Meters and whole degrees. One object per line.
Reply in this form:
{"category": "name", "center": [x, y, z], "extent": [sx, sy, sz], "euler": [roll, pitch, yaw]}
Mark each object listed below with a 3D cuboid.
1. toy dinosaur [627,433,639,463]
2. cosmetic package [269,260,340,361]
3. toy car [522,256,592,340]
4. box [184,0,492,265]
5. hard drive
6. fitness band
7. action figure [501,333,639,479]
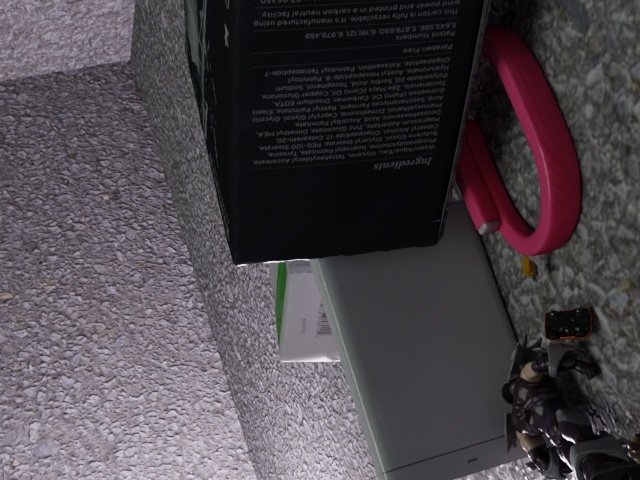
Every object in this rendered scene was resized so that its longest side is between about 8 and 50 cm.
{"category": "toy dinosaur", "center": [0.387, 0.276, 0.978], "extent": [0.200, 0.127, 0.295], "euler": [45, 150, 47]}
{"category": "cosmetic package", "center": [0.000, 0.000, 1.746], "extent": [0.365, 0.155, 0.197], "euler": [-101, 14, -50]}
{"category": "toy car", "center": [0.285, 0.068, 1.281], "extent": [0.040, 0.060, 0.122], "euler": [29, -140, -51]}
{"category": "box", "center": [-0.009, -0.307, 1.381], "extent": [0.471, 0.297, 0.480], "euler": [93, 166, -45]}
{"category": "hard drive", "center": [0.140, 0.136, 1.427], "extent": [0.047, 0.233, 0.353], "euler": [123, 132, -67]}
{"category": "fitness band", "center": [0.219, -0.119, 1.309], "extent": [0.209, 0.054, 0.290], "euler": [117, 136, -63]}
{"category": "action figure", "center": [0.291, 0.224, 1.270], "extent": [0.285, 0.099, 0.185], "euler": [-128, 23, -60]}
